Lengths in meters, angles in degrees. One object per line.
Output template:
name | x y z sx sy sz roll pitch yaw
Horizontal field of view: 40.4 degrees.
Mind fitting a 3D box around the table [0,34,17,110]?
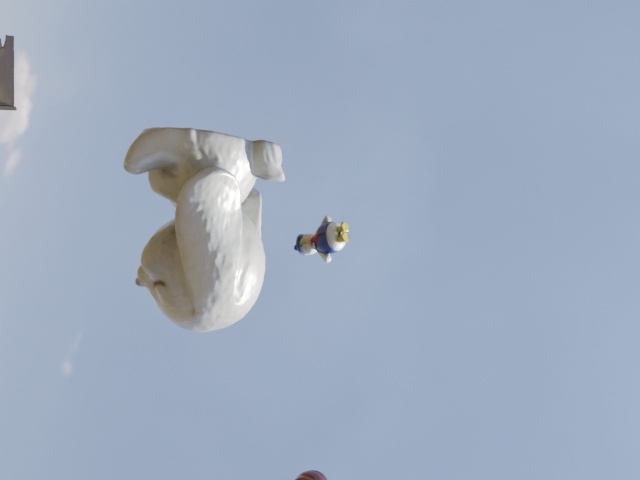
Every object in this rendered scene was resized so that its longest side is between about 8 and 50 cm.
table | -0.387 -0.190 0.973 0.083 0.070 0.082 16 -75 52

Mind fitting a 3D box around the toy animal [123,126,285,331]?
toy animal | -0.152 -0.008 1.188 0.272 0.205 0.265 48 44 -83

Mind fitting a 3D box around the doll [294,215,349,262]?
doll | 0.000 0.000 1.725 0.143 0.057 0.099 -16 -115 41

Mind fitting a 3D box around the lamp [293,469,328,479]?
lamp | -0.022 0.492 1.672 0.090 0.101 0.101 18 -91 26
